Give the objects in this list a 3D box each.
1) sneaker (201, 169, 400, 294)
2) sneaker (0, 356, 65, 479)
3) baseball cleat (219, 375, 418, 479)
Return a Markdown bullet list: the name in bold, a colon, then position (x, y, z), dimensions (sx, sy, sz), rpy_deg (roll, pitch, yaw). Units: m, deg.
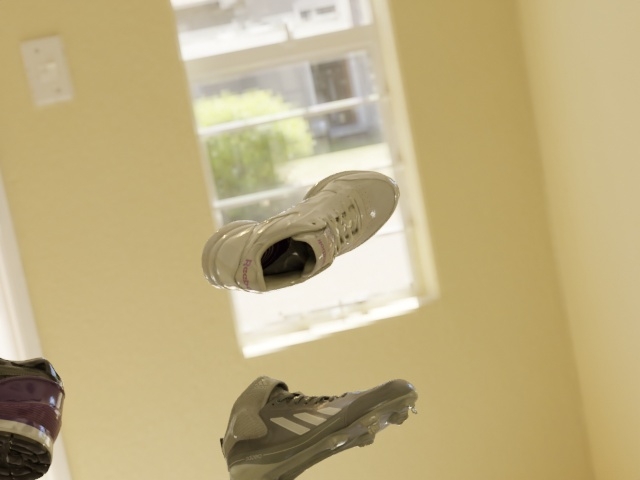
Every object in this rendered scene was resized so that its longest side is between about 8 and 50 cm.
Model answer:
- **sneaker**: position (0.000, 0.000, 1.783), dimensions (0.305, 0.114, 0.152), rpy_deg (-27, 24, -28)
- **sneaker**: position (-0.389, 0.143, 1.297), dimensions (0.283, 0.107, 0.124), rpy_deg (15, 46, -11)
- **baseball cleat**: position (-0.012, 0.156, 1.221), dimensions (0.206, 0.109, 0.072), rpy_deg (-33, -25, 19)
